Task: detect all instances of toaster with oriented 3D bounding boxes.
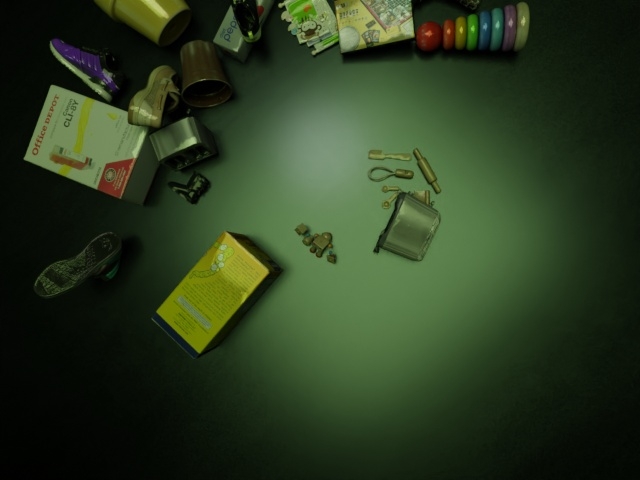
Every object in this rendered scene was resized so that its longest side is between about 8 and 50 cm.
[{"bbox_3d":[-0.451,-0.322,1.512,0.168,0.186,0.110,-23,80,5],"label":"toaster"},{"bbox_3d":[0.273,-0.032,1.429,0.146,0.129,0.227,24,97,4],"label":"toaster"}]

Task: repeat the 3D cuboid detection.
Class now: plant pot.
[{"bbox_3d":[-0.394,-0.560,1.534,0.167,0.167,0.165,-16,78,7],"label":"plant pot"},{"bbox_3d":[-0.575,-0.794,1.530,0.239,0.254,0.254,44,94,-9],"label":"plant pot"}]

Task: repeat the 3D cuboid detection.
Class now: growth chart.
[{"bbox_3d":[-0.027,-0.745,1.555,0.172,0.021,0.237,-32,83,6],"label":"growth chart"}]

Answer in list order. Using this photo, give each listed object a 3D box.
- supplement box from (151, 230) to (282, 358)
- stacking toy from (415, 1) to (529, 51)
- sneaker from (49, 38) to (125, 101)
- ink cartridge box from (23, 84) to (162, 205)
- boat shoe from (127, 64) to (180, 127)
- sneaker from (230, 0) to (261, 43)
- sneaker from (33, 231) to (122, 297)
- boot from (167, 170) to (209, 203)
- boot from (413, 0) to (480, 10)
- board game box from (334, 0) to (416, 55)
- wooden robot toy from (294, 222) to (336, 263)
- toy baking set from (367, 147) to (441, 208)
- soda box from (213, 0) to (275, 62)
[{"bbox_3d":[-0.321,0.167,1.469,0.195,0.194,0.356,41,93,7],"label":"supplement box"},{"bbox_3d":[0.465,-0.655,1.435,0.330,0.141,0.141,1,88,12],"label":"stacking toy"},{"bbox_3d":[-0.806,-0.632,1.621,0.293,0.102,0.146,41,89,3],"label":"sneaker"},{"bbox_3d":[-0.756,-0.321,1.564,0.385,0.160,0.279,21,91,8],"label":"ink cartridge box"},{"bbox_3d":[-0.514,-0.459,1.494,0.110,0.341,0.121,15,133,-8],"label":"boat shoe"},{"bbox_3d":[-0.240,-0.744,1.451,0.084,0.097,0.234,-20,88,4],"label":"sneaker"},{"bbox_3d":[-0.794,0.100,1.542,0.295,0.178,0.124,-40,82,-25],"label":"sneaker"},{"bbox_3d":[-0.452,-0.194,1.577,0.121,0.045,0.099,36,95,0],"label":"boot"},{"bbox_3d":[0.403,-0.801,1.467,0.229,0.091,0.263,31,95,4],"label":"boot"},{"bbox_3d":[0.174,-0.702,1.464,0.243,0.042,0.165,-4,101,19],"label":"board game box"},{"bbox_3d":[0.000,0.000,1.511,0.173,0.076,0.079,39,58,8],"label":"wooden robot toy"},{"bbox_3d":[0.265,-0.205,1.488,0.197,0.030,0.256,-24,85,6],"label":"toy baking set"},{"bbox_3d":[-0.246,-0.761,1.549,0.098,0.091,0.286,28,92,7],"label":"soda box"}]
